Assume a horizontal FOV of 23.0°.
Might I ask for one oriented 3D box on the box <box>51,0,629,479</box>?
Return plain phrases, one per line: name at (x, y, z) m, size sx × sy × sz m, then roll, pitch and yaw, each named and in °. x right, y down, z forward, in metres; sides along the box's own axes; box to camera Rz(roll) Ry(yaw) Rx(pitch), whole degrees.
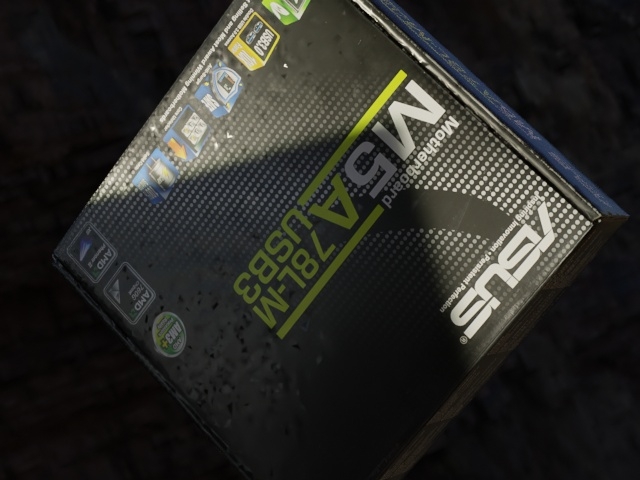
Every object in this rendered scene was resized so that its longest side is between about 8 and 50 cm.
box at (0.000, 0.000, 0.666) m, size 0.191 × 0.184 × 0.045 m, roll -51°, pitch -23°, yaw 19°
